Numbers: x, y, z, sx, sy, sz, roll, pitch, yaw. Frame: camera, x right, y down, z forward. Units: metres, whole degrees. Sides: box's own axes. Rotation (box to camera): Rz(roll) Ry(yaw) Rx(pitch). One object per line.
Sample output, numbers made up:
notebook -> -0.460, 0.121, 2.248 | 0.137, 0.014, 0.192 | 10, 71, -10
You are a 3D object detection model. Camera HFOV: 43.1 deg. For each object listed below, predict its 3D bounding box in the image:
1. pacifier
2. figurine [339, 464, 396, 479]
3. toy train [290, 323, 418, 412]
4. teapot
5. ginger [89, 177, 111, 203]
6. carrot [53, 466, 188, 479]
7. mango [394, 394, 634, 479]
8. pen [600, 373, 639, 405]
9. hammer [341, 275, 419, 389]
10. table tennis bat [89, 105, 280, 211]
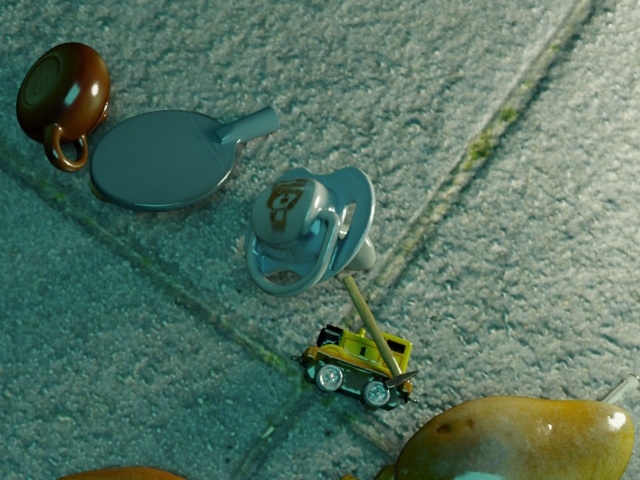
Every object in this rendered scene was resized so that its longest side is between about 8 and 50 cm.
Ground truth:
pacifier -> 0.000, 0.000, 1.304 | 0.207, 0.278, 0.228 | 28, 75, -41
figurine -> 0.071, 0.412, 1.267 | 0.176, 0.121, 0.122 | -41, 109, -31
toy train -> 0.062, 0.203, 1.314 | 0.219, 0.089, 0.127 | 19, 69, 1
teapot -> -0.406, -0.215, 1.329 | 0.178, 0.135, 0.252 | -28, 55, 30
ginger -> -0.298, -0.083, 1.350 | 0.173, 0.069, 0.051 | 0, 62, -6
carrot -> -0.299, 0.389, 1.281 | 0.271, 0.062, 0.066 | 12, 118, 4
mango -> 0.296, 0.343, 1.241 | 0.383, 0.199, 0.222 | -17, 65, -7
pen -> 0.453, 0.296, 1.347 | 0.204, 0.025, 0.025 | -40, 85, -7
hammer -> 0.088, 0.141, 1.297 | 0.062, 0.013, 0.199 | -18, 66, -20
table tennis bat -> -0.219, -0.151, 1.343 | 0.329, 0.044, 0.215 | -23, 57, -20
